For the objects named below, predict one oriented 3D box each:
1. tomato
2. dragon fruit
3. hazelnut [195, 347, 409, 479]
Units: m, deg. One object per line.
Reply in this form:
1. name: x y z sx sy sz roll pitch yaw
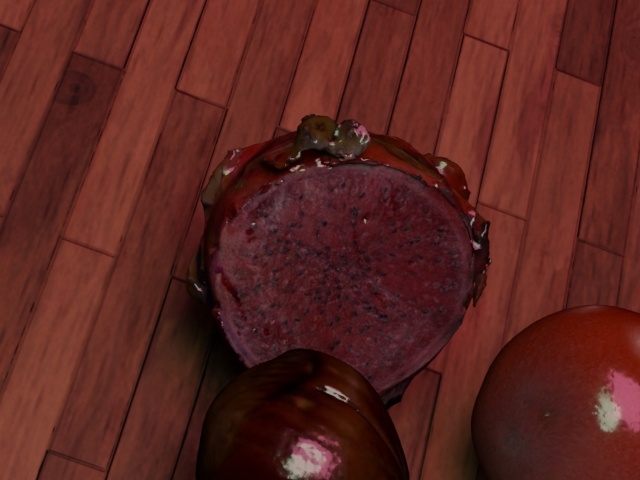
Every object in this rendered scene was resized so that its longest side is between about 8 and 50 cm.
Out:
1. tomato: 0.276 0.193 1.988 0.224 0.256 0.256 18 42 -53
2. dragon fruit: 0.000 0.000 2.036 0.296 0.314 0.263 30 17 -19
3. hazelnut: -0.014 0.218 1.854 0.229 0.229 0.229 10 54 -14
